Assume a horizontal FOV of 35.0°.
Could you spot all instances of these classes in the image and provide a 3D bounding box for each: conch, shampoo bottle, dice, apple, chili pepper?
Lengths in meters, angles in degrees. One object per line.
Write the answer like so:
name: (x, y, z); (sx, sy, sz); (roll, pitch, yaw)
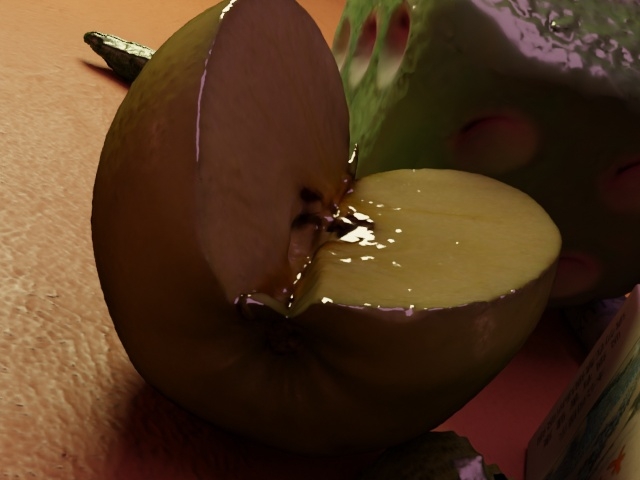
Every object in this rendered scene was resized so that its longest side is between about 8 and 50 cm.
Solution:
conch: (0.078, 0.162, 0.661); (0.121, 0.074, 0.089); (0, 11, -6)
shampoo bottle: (0.292, 0.084, 1.037); (0.072, 0.072, 0.214); (18, 23, -18)
dice: (0.185, -0.137, 0.975); (0.322, 0.330, 0.318); (13, 50, -13)
apple: (-0.015, 0.009, 0.662); (0.295, 0.233, 0.257); (34, 35, -7)
chili pepper: (-0.173, -0.188, 1.149); (0.227, 0.059, 0.088); (27, -7, 9)

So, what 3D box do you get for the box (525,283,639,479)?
box: (0.197, 0.151, 0.659); (0.069, 0.164, 0.256); (29, 22, 3)
